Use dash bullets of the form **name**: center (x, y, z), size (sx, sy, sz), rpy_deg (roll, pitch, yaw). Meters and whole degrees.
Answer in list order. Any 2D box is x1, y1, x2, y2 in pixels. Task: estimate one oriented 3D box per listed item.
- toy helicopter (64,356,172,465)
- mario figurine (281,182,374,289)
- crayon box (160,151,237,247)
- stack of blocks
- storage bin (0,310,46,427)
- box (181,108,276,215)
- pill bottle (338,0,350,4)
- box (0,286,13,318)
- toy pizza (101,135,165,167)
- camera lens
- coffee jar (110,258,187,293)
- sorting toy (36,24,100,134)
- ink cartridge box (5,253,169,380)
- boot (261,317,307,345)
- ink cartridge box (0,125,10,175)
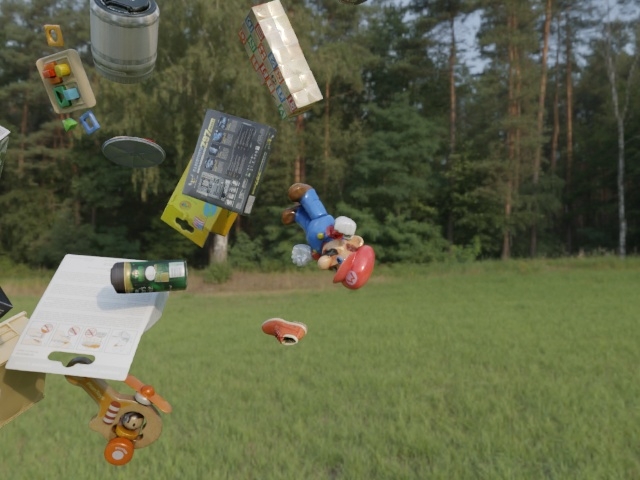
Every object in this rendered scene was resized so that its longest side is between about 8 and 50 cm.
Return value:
- **toy helicopter**: center (-0.600, 0.472, 1.687), size (0.235, 0.355, 0.140), rpy_deg (-33, 19, 7)
- **mario figurine**: center (0.000, 0.000, 1.410), size (0.170, 0.320, 0.198), rpy_deg (-39, -32, -5)
- **crayon box**: center (-0.316, -0.154, 1.680), size (0.202, 0.318, 0.081), rpy_deg (32, 5, 29)
- **stack of blocks**: center (-0.118, -0.504, 1.640), size (0.087, 0.297, 0.171), rpy_deg (-26, 5, -21)
- **storage bin**: center (-0.887, 0.378, 1.569), size (0.123, 0.262, 0.260), rpy_deg (28, 27, 13)
- **box**: center (-0.232, -0.198, 1.453), size (0.184, 0.232, 0.059), rpy_deg (19, 3, 17)
- **pill bottle**: center (0.101, -0.803, 1.720), size (0.170, 0.169, 0.301), rpy_deg (0, 14, -3)
- **box**: center (-0.922, 0.117, 1.253), size (0.343, 0.312, 0.179), rpy_deg (44, -7, 24)
- **toy pizza**: center (-0.619, -0.298, 1.903), size (0.202, 0.032, 0.201), rpy_deg (-1, -20, 0)
- **camera lens**: center (-0.676, -0.712, 1.976), size (0.220, 0.219, 0.274), rpy_deg (1, -42, -20)
- **coffee jar**: center (-0.429, 0.091, 1.437), size (0.185, 0.078, 0.096), rpy_deg (-2, -12, -14)
- **sorting toy**: center (-0.814, -0.496, 1.806), size (0.196, 0.347, 0.047), rpy_deg (-1, 24, 33)
- **ink cartridge box**: center (-0.599, 0.211, 1.538), size (0.309, 0.384, 0.091), rpy_deg (5, -43, 3)
- **boot**: center (-0.129, 0.296, 1.838), size (0.158, 0.059, 0.084), rpy_deg (2, 29, 23)
- **ink cartridge box**: center (-0.996, -0.173, 1.659), size (0.065, 0.165, 0.332), rpy_deg (30, -50, -13)
